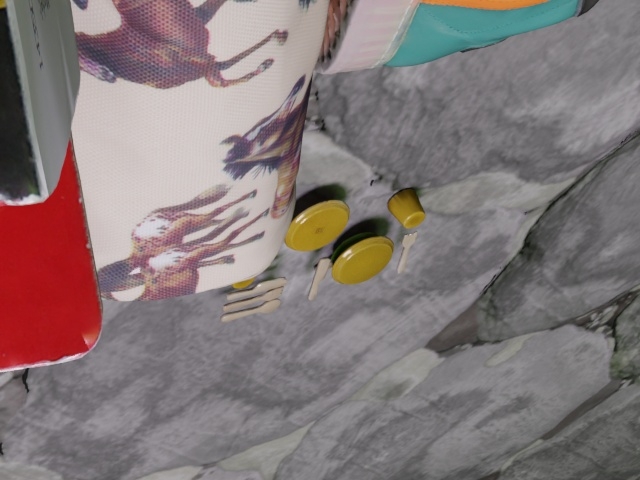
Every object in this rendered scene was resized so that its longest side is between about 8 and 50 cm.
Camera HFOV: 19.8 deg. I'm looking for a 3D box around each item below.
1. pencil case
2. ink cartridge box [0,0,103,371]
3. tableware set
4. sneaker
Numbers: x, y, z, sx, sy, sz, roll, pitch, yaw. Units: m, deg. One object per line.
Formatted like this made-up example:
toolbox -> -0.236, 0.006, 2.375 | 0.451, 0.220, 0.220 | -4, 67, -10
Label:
pencil case -> -0.082, -0.144, 0.736 | 0.160, 0.184, 0.410 | -54, 165, -33
ink cartridge box -> -0.215, -0.062, 0.395 | 0.310, 0.271, 0.130 | -9, -165, -1
tableware set -> 0.000, 0.000, 1.232 | 0.154, 0.024, 0.104 | -15, 146, -25
sneaker -> 0.077, -0.152, 0.754 | 0.121, 0.108, 0.302 | -8, 171, -17
